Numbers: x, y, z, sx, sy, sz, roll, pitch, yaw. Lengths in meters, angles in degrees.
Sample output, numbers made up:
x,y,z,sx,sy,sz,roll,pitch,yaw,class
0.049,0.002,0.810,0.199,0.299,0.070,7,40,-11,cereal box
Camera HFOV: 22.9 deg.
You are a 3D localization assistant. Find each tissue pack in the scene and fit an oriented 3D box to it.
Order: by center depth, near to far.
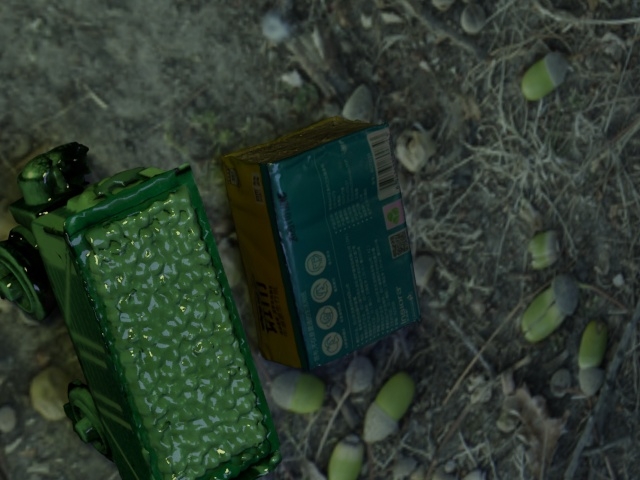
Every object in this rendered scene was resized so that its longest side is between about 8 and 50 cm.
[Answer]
x,y,z,sx,sy,sz,roll,pitch,yaw,class
0.000,0.000,1.199,0.120,0.082,0.169,-22,112,-30,tissue pack

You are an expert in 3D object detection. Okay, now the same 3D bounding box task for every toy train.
x,y,z,sx,sy,sz,roll,pitch,yaw,class
-0.131,0.068,1.073,0.115,0.154,0.269,-27,114,-27,toy train
